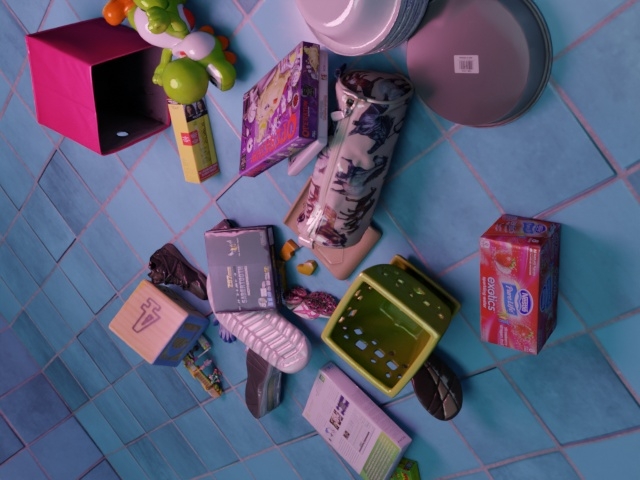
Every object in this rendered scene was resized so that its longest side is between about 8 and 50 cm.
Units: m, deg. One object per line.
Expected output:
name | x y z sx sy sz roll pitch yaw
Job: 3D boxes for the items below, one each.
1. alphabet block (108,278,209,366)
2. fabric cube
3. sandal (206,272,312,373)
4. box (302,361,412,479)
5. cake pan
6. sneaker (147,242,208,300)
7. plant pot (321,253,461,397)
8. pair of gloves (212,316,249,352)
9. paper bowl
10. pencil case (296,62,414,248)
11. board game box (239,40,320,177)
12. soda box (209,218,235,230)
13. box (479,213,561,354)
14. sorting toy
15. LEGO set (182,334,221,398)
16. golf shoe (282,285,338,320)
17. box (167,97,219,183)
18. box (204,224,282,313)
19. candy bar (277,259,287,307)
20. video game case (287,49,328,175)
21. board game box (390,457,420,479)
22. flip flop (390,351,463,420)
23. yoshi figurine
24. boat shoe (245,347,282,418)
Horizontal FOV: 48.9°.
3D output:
alphabet block | -0.505 0.263 2.224 0.197 0.193 0.192 35 176 19
fabric cube | -0.583 -0.415 1.872 0.258 0.254 0.259 26 130 25
sandal | -0.181 0.223 2.029 0.169 0.102 0.416 -45 69 8
box | 0.095 0.528 1.997 0.322 0.058 0.232 42 136 26
cake pan | 0.286 -0.346 1.337 0.293 0.054 0.293 20 127 29
sneaker | -0.445 0.120 2.178 0.227 0.130 0.087 44 137 6
plant pot | 0.175 0.181 1.627 0.228 0.207 0.227 39 125 14
pair of gloves | -0.263 0.277 2.197 0.198 0.023 0.159 21 127 28
paper bowl | 0.058 -0.495 1.332 0.284 0.148 0.284 21 120 42
pencil case | 0.061 -0.166 1.519 0.160 0.184 0.410 43 133 33
board game box | -0.098 -0.277 1.557 0.347 0.056 0.208 -18 72 62
soda box | -0.236 0.022 1.979 0.060 0.053 0.169 -39 87 5
box | 0.410 0.089 1.451 0.128 0.123 0.256 13 123 33
sorting toy | 0.000 0.000 1.795 0.229 0.041 0.307 44 135 9
LEGO set | -0.396 0.397 2.353 0.287 0.107 0.132 53 171 -6
golf shoe | -0.017 0.181 1.910 0.186 0.067 0.086 15 140 41
box | -0.336 -0.275 1.874 0.058 0.087 0.232 12 122 34
box | -0.210 0.079 1.917 0.183 0.059 0.232 -4 97 15
candy bar | -0.109 0.121 1.977 0.040 0.018 0.161 16 124 33
video game case | -0.029 -0.269 1.528 0.227 0.026 0.206 146 126 -69
board game box | 0.243 0.709 2.027 0.092 0.043 0.181 5 118 38
flip flop | 0.252 0.321 1.753 0.112 0.080 0.277 -43 68 2
yoshi figurine | -0.372 -0.463 1.673 0.362 0.203 0.203 41 111 1
boat shoe | -0.158 0.405 2.147 0.118 0.103 0.320 39 131 42
